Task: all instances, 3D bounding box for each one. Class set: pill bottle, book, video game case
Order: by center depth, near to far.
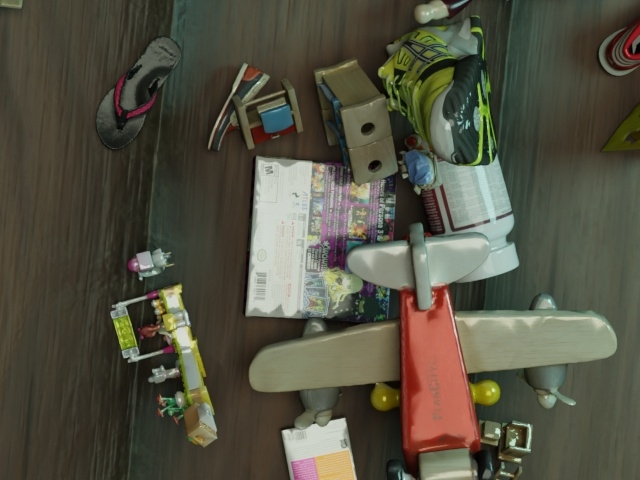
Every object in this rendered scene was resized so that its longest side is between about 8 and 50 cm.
[{"bbox_3d":[0.209,-0.058,1.863,0.121,0.121,0.221,-16,95,-9],"label":"pill bottle"},{"bbox_3d":[0.000,0.000,1.868,0.210,0.042,0.232,3,91,-10],"label":"video game case"},{"bbox_3d":[0.002,0.335,1.884,0.096,0.035,0.144,-10,93,-6],"label":"book"}]

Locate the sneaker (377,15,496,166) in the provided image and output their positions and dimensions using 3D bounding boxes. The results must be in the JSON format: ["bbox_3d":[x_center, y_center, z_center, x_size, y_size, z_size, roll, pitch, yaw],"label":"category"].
[{"bbox_3d":[0.154,-0.189,1.742,0.147,0.384,0.145,-8,112,9],"label":"sneaker"}]

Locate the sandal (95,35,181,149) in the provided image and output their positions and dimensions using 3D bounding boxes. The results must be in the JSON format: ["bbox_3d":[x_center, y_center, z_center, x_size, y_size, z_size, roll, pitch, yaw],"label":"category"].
[{"bbox_3d":[-0.257,-0.210,1.818,0.067,0.040,0.179,32,86,-9],"label":"sandal"}]

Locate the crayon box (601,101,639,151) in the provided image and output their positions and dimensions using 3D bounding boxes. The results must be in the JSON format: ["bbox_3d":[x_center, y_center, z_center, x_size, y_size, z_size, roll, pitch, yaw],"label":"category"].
[{"bbox_3d":[0.565,-0.228,1.881,0.081,0.202,0.318,41,86,-8],"label":"crayon box"}]

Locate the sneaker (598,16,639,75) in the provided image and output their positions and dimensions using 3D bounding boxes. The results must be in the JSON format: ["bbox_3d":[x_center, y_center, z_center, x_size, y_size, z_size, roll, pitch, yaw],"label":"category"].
[{"bbox_3d":[0.522,-0.321,1.906,0.221,0.128,0.087,-42,98,-6],"label":"sneaker"}]

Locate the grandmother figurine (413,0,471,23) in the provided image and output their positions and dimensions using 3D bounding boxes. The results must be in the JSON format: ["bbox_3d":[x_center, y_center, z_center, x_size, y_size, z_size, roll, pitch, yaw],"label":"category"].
[{"bbox_3d":[0.163,-0.408,1.855,0.342,0.104,0.208,5,85,-9],"label":"grandmother figurine"}]

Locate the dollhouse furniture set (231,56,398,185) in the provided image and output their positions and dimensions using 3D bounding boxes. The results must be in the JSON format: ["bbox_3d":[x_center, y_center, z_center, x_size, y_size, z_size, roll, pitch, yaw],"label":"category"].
[{"bbox_3d":[-0.007,-0.146,1.798,0.184,0.129,0.129,-19,127,-8],"label":"dollhouse furniture set"}]

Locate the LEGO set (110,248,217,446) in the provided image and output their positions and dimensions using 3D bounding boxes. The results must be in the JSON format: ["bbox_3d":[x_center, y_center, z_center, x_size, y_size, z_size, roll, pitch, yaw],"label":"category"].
[{"bbox_3d":[-0.222,0.161,1.789,0.107,0.132,0.287,-15,72,-4],"label":"LEGO set"}]

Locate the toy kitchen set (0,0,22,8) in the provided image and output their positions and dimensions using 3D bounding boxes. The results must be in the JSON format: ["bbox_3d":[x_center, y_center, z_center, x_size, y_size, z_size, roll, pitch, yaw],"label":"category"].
[{"bbox_3d":[-0.450,-0.350,1.785,0.083,0.068,0.075,5,63,-10],"label":"toy kitchen set"}]

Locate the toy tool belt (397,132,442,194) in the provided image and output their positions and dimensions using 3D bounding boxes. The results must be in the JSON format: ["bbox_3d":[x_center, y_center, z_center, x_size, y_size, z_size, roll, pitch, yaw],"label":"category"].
[{"bbox_3d":[0.133,-0.106,1.794,0.051,0.052,0.083,-20,87,-48],"label":"toy tool belt"}]

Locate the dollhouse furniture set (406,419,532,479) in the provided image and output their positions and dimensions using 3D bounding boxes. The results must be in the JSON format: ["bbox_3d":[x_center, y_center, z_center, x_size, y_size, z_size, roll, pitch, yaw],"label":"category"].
[{"bbox_3d":[0.203,0.333,1.906,0.182,0.101,0.161,15,64,-9],"label":"dollhouse furniture set"}]

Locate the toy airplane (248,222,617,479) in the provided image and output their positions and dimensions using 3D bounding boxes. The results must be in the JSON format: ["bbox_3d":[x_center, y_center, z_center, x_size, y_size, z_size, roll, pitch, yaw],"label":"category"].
[{"bbox_3d":[0.150,0.164,1.790,0.386,0.272,0.384,38,89,8],"label":"toy airplane"}]

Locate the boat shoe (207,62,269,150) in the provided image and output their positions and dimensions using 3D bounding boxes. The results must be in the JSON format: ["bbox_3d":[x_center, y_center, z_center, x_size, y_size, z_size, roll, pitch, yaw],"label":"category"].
[{"bbox_3d":[-0.119,-0.184,1.841,0.043,0.049,0.137,26,82,-9],"label":"boat shoe"}]
